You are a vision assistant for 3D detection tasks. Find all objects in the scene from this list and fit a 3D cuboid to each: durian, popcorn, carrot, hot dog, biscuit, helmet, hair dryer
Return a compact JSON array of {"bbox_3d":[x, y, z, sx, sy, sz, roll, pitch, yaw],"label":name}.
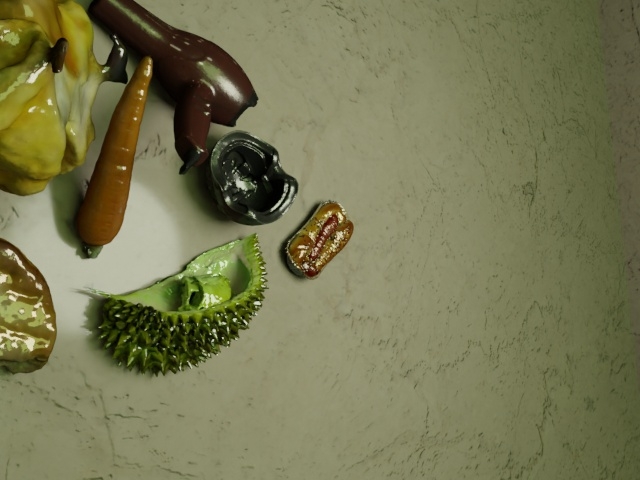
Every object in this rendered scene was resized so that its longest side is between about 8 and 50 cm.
[{"bbox_3d":[-0.219,0.118,1.209,0.355,0.157,0.169,-22,65,-44],"label":"durian"},{"bbox_3d":[-0.420,-0.215,0.934,0.316,0.281,0.297,68,23,-75],"label":"popcorn"},{"bbox_3d":[-0.312,-0.120,1.062,0.069,0.069,0.336,1,116,-44],"label":"carrot"},{"bbox_3d":[0.000,0.000,1.445,0.191,0.059,0.108,-49,115,-33],"label":"hot dog"},{"bbox_3d":[-0.488,0.089,0.933,0.274,0.091,0.213,12,81,-42],"label":"biscuit"},{"bbox_3d":[-0.140,-0.102,1.286,0.153,0.107,0.177,-39,95,-37],"label":"helmet"},{"bbox_3d":[-0.239,-0.235,1.114,0.312,0.123,0.340,33,33,-30],"label":"hair dryer"}]
